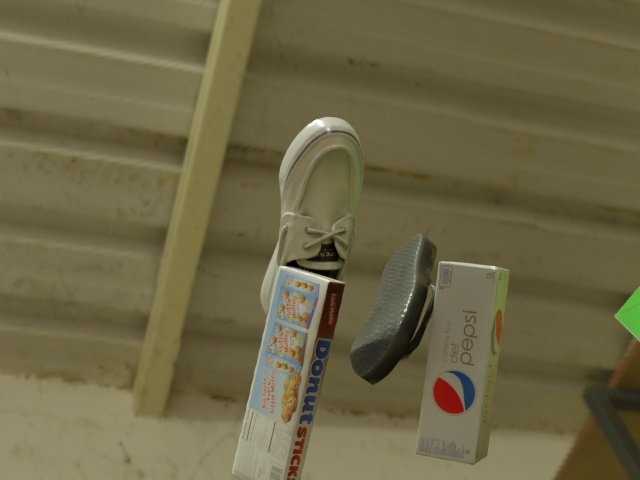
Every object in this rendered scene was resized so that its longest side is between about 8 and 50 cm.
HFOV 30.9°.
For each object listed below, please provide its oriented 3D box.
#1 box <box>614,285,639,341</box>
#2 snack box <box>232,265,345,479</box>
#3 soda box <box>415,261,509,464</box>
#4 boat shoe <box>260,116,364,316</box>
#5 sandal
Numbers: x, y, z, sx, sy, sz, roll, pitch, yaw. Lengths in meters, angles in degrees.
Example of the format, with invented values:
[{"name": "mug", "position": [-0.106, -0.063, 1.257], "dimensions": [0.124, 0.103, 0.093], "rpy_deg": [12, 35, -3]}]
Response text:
[{"name": "box", "position": [0.466, 0.139, 1.229], "dimensions": [0.231, 0.262, 0.127], "rpy_deg": [37, -82, -7]}, {"name": "snack box", "position": [-0.027, 0.113, 0.932], "dimensions": [0.022, 0.064, 0.178], "rpy_deg": [11, -87, -42]}, {"name": "soda box", "position": [0.159, 0.133, 1.287], "dimensions": [0.069, 0.074, 0.216], "rpy_deg": [7, -90, 20]}, {"name": "boat shoe", "position": [0.000, 0.000, 1.213], "dimensions": [0.095, 0.084, 0.258], "rpy_deg": [-2, -57, -18]}, {"name": "sandal", "position": [0.100, 0.075, 1.305], "dimensions": [0.054, 0.254, 0.097], "rpy_deg": [42, -57, -10]}]
